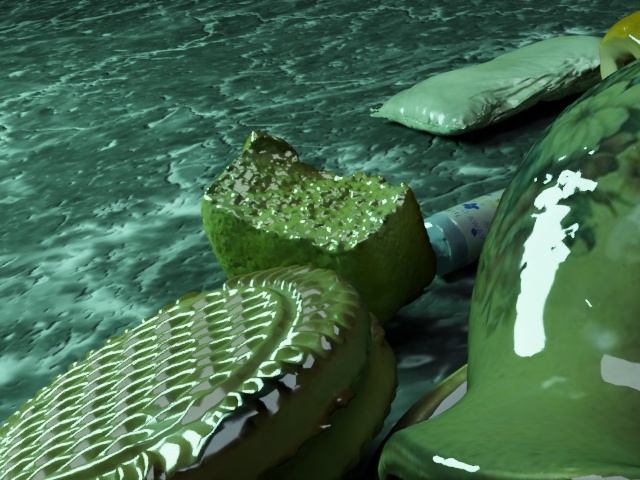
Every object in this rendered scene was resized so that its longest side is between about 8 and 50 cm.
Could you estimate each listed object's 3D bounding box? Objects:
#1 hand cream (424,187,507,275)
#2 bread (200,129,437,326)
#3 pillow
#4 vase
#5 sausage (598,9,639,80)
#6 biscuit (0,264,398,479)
[{"bbox_3d":[0.125,-0.012,0.962,0.170,0.043,0.065,-21,20,-34],"label":"hand cream"},{"bbox_3d":[-0.002,0.007,0.867,0.156,0.125,0.086,20,42,26],"label":"bread"},{"bbox_3d":[0.179,-0.151,1.262,0.229,0.050,0.148,-20,18,-23],"label":"pillow"},{"bbox_3d":[0.132,0.076,0.571,0.302,0.241,0.329,-46,11,-34],"label":"vase"},{"bbox_3d":[0.412,-0.173,1.126,0.354,0.116,0.134,-15,8,-18],"label":"sausage"},{"bbox_3d":[-0.075,0.097,0.666,0.259,0.079,0.259,-26,17,8],"label":"biscuit"}]
